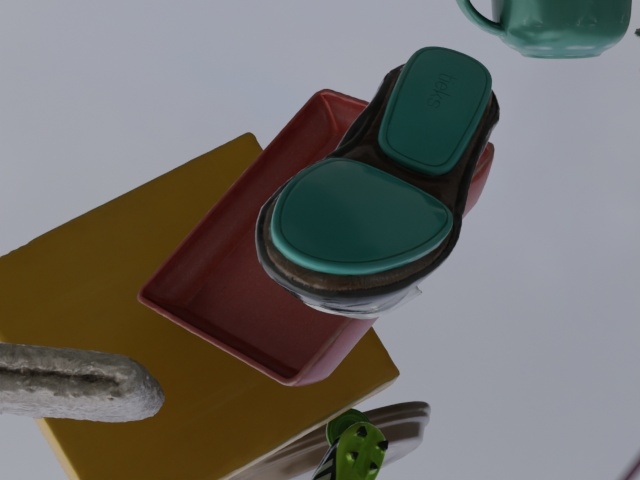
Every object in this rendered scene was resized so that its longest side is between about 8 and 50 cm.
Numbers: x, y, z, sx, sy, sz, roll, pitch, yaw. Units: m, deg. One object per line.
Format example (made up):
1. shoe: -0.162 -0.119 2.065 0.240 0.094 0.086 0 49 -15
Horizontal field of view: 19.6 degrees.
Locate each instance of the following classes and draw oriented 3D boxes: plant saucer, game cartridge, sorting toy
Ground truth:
1. plant saucer: -0.001 0.248 2.060 0.278 0.278 0.041 -2 -113 -55
2. game cartridge: -0.130 0.086 1.737 0.324 0.052 0.285 -28 -100 -21
3. plant saucer: 0.000 0.000 1.558 0.258 0.259 0.048 24 160 53
4. sorting toy: 0.006 0.177 1.860 0.102 0.042 0.061 41 -115 -9

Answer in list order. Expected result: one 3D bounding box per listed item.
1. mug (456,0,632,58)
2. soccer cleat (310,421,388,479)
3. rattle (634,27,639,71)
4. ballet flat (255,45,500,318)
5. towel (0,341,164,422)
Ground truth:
1. mug: 0.211 -0.220 1.725 0.158 0.097 0.129 2 -169 17
2. soccer cleat: 0.005 0.244 1.684 0.060 0.072 0.179 37 -121 -8
3. rattle: 0.330 -0.121 1.350 0.130 0.143 0.199 43 -167 -25
4. ballet flat: 0.036 -0.013 1.036 0.095 0.096 0.280 26 -145 11
5. towel: -0.259 0.100 1.341 0.282 0.049 0.187 5 172 0
